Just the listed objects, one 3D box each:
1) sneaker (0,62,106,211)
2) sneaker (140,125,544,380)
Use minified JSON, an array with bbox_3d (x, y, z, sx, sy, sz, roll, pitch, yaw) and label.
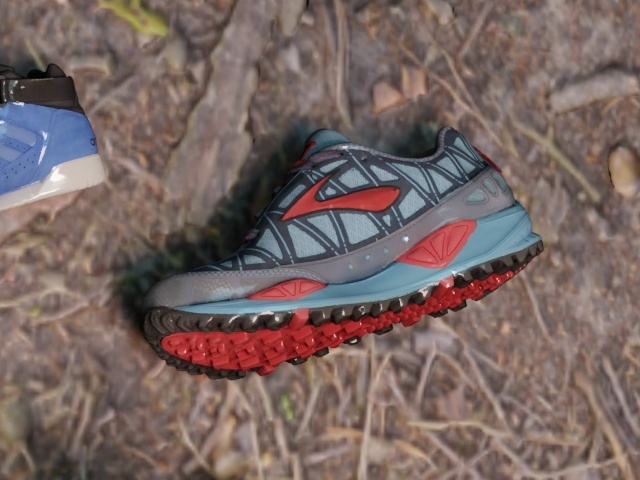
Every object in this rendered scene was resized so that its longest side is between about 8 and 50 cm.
[{"bbox_3d":[-0.196,-0.053,0.980,0.152,0.058,0.084,-19,97,-31],"label":"sneaker"},{"bbox_3d":[0.000,0.000,1.063,0.262,0.104,0.125,-14,71,-31],"label":"sneaker"}]
